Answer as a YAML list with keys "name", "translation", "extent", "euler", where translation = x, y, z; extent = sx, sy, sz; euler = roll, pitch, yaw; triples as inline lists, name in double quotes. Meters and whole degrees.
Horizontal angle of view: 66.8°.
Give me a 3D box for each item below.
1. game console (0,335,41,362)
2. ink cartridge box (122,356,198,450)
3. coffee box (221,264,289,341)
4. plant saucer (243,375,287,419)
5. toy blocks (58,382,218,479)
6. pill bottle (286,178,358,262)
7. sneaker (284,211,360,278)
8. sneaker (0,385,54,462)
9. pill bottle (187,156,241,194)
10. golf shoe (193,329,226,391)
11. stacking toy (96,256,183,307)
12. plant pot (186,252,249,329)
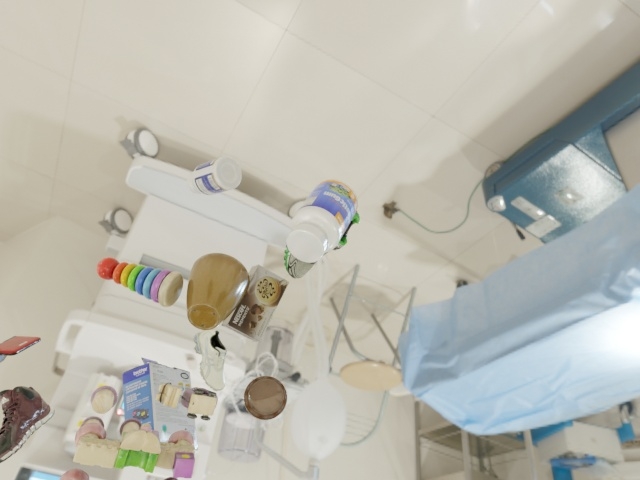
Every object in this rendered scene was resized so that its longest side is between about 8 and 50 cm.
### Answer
- name: "game console"
  translation: [-0.917, 0.341, 1.425]
  extent: [0.124, 0.144, 0.085]
  euler: [3, 97, -1]
- name: "ink cartridge box"
  translation: [-0.643, 0.655, 1.947]
  extent: [0.151, 0.395, 0.270]
  euler: [-21, 151, 14]
- name: "coffee box"
  translation: [-0.287, 0.277, 2.140]
  extent: [0.168, 0.297, 0.119]
  euler: [32, 159, -16]
- name: "plant saucer"
  translation: [-0.212, 0.607, 1.882]
  extent: [0.169, 0.168, 0.029]
  euler: [9, 175, -1]
- name: "toy blocks"
  translation: [-0.430, 0.463, 1.157]
  extent: [0.289, 0.308, 0.260]
  euler: [17, 173, -18]
- name: "pill bottle"
  translation: [0.004, -0.057, 1.436]
  extent: [0.152, 0.272, 0.152]
  euler: [12, 128, 16]
- name: "sneaker"
  translation: [0.000, 0.000, 1.707]
  extent: [0.134, 0.146, 0.343]
  euler: [22, 108, -50]
- name: "sneaker"
  translation: [-0.947, 0.543, 1.462]
  extent: [0.106, 0.281, 0.162]
  euler: [-24, 102, 10]
- name: "pill bottle"
  translation: [-0.366, -0.213, 1.648]
  extent: [0.187, 0.112, 0.112]
  euler: [-7, 140, 42]
- name: "golf shoe"
  translation: [-0.297, 0.335, 1.365]
  extent: [0.086, 0.176, 0.069]
  euler: [-23, 176, 29]
- name: "stacking toy"
  translation: [-0.699, 0.140, 1.854]
  extent: [0.330, 0.141, 0.141]
  euler: [18, 141, 11]
- name: "plant pot"
  translation: [-0.406, 0.209, 1.822]
  extent: [0.237, 0.254, 0.237]
  euler: [1, 118, 3]
